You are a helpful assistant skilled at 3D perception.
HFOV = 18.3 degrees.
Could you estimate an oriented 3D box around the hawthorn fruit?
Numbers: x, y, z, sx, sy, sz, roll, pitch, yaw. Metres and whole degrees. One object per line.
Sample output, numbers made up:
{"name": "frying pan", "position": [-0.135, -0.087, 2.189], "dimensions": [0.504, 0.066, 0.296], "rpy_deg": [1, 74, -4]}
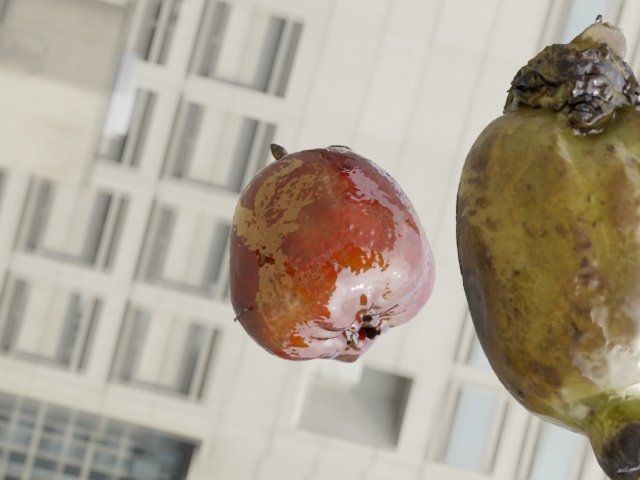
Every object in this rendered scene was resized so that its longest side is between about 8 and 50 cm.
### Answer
{"name": "hawthorn fruit", "position": [0.000, 0.000, 1.735], "dimensions": [0.185, 0.185, 0.202], "rpy_deg": [118, -46, -60]}

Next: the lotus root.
{"name": "lotus root", "position": [0.173, 0.016, 1.284], "dimensions": [0.141, 0.169, 0.314], "rpy_deg": [109, -22, -65]}
